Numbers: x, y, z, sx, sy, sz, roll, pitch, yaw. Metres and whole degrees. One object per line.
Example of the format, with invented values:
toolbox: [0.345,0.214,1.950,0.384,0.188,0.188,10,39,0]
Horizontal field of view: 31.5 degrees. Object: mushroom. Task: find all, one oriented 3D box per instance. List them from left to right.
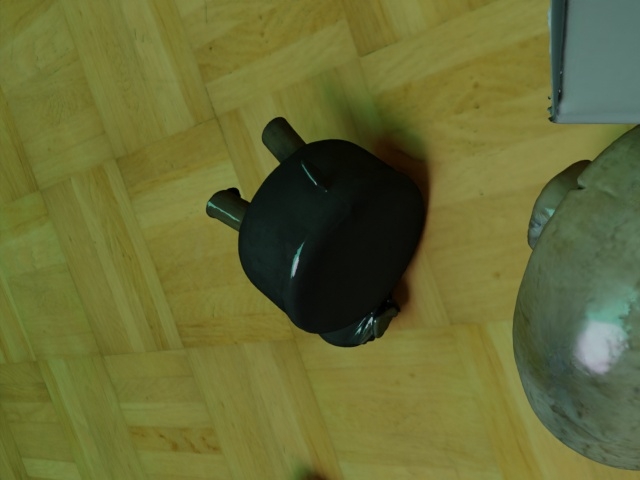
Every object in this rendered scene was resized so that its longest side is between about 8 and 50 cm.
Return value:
mushroom: [0.199,0.032,0.713,0.195,0.189,0.253,37,132,32]

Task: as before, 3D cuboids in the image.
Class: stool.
stool: [-0.007,0.005,0.993,0.139,0.153,0.228,37,135,35]

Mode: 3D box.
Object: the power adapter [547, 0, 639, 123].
power adapter: [0.240,-0.149,0.549,0.255,0.124,0.187,2,136,9]
